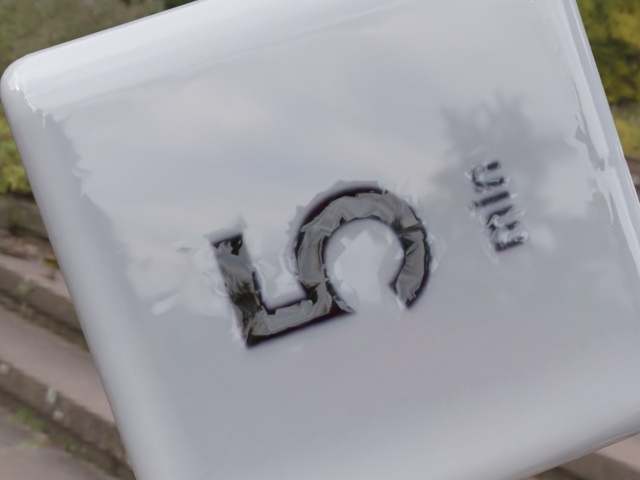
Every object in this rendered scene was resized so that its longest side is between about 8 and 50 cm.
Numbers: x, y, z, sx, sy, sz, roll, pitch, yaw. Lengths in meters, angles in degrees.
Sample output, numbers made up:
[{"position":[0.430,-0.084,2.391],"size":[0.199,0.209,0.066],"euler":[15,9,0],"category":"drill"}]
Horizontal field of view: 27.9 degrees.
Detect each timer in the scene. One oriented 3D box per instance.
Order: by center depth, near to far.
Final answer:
[{"position":[0.000,0.000,0.511],"size":[0.195,0.194,0.192],"euler":[-19,5,-9],"category":"timer"}]
